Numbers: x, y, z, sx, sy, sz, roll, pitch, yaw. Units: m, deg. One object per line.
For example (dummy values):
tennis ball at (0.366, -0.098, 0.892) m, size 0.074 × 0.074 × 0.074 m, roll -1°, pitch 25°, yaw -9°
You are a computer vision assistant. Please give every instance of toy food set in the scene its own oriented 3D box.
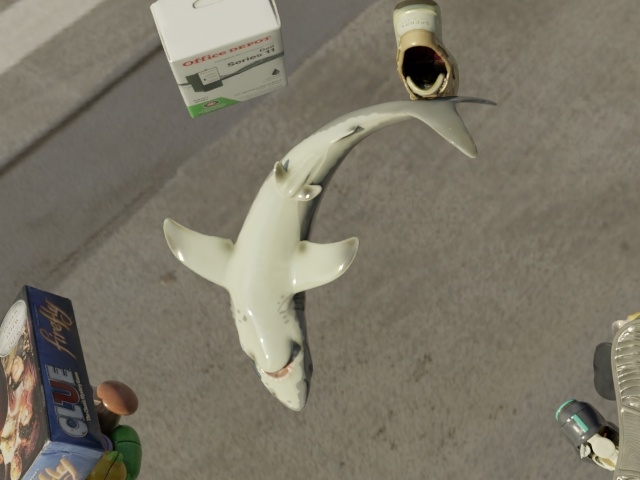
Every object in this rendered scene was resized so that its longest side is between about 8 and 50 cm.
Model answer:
toy food set at (-0.252, 0.204, 1.074) m, size 0.071 × 0.128 × 0.218 m, roll -53°, pitch 30°, yaw 19°

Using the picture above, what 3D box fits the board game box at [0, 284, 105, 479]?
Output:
board game box at (-0.249, 0.175, 0.705) m, size 0.243 × 0.042 × 0.165 m, roll -53°, pitch 38°, yaw 17°

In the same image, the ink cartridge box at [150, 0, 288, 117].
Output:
ink cartridge box at (-0.129, -0.257, 1.284) m, size 0.153 × 0.208 × 0.086 m, roll -19°, pitch 78°, yaw -3°

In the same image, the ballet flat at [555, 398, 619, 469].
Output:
ballet flat at (0.379, 0.277, 1.307) m, size 0.074 × 0.203 × 0.074 m, roll -17°, pitch 56°, yaw 26°

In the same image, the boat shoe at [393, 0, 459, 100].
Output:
boat shoe at (0.083, -0.135, 0.770) m, size 0.050 × 0.135 × 0.045 m, roll -5°, pitch 64°, yaw 17°

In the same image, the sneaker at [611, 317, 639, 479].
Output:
sneaker at (0.302, 0.175, 0.798) m, size 0.083 × 0.118 × 0.221 m, roll -3°, pitch 83°, yaw 42°

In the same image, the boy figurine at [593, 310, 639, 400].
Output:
boy figurine at (0.490, 0.140, 1.322) m, size 0.285 × 0.092 × 0.177 m, roll -17°, pitch 25°, yaw -39°

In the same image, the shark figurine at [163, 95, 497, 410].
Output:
shark figurine at (-0.001, -0.029, 0.749) m, size 0.166 × 0.116 × 0.278 m, roll 36°, pitch 101°, yaw 9°
